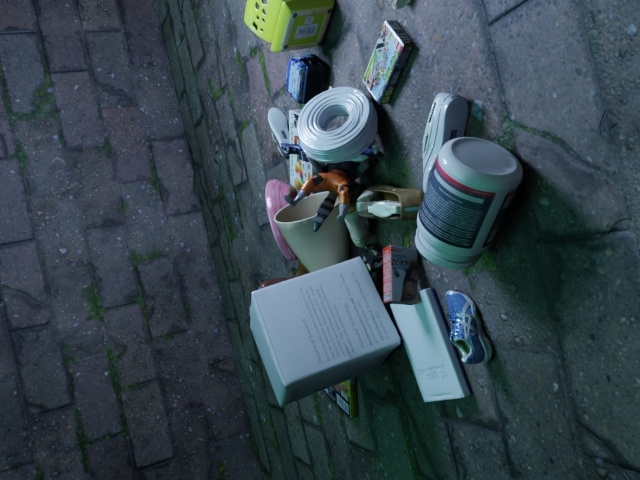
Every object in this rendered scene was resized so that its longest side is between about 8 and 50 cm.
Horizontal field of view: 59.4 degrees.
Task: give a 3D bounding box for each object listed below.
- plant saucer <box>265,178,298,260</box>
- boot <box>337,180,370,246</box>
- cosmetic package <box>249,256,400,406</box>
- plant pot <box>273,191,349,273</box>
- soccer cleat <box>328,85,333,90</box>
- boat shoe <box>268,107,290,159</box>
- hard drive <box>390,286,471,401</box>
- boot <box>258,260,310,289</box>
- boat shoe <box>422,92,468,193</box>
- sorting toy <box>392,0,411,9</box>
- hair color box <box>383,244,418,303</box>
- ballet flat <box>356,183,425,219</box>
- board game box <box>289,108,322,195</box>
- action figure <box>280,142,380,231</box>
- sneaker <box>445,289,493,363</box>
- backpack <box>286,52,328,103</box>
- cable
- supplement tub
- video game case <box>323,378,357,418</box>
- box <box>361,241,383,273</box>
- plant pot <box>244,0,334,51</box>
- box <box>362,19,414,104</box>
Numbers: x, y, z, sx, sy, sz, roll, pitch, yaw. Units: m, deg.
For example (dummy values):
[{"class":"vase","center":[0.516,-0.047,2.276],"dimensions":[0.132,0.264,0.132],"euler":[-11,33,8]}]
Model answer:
[{"class":"plant saucer","center":[-0.120,-0.087,2.211],"dimensions":[0.332,0.084,0.332],"euler":[-14,-90,-78]},{"class":"boot","center":[0.114,-0.092,1.881],"dimensions":[0.213,0.077,0.165],"euler":[-90,-20,-55]},{"class":"cosmetic package","center":[-0.003,0.311,1.893],"dimensions":[0.329,0.393,0.327],"euler":[104,145,-62]},{"class":"plant pot","center":[0.000,0.000,2.016],"dimensions":[0.256,0.256,0.274],"euler":[20,134,60]},{"class":"soccer cleat","center":[0.028,-0.496,1.947],"dimensions":[0.083,0.029,0.035],"euler":[119,142,-49]},{"class":"boat shoe","center":[-0.168,-0.438,2.307],"dimensions":[0.070,0.078,0.219],"euler":[-41,66,60]},{"class":"hard drive","center":[0.325,0.319,1.693],"dimensions":[0.210,0.040,0.319],"euler":[-40,65,61]},{"class":"boot","center":[-0.095,0.139,2.213],"dimensions":[0.280,0.264,0.096],"euler":[114,161,-53]},{"class":"boat shoe","center":[0.301,-0.243,1.435],"dimensions":[0.088,0.096,0.267],"euler":[-134,41,-53]},{"class":"sorting toy","center":[0.213,-0.668,1.485],"dimensions":[0.083,0.045,0.075],"euler":[108,148,-47]},{"class":"hair color box","center":[0.237,0.104,1.662],"dimensions":[0.053,0.093,0.167],"euler":[148,126,-64]},{"class":"ballet flat","center":[0.185,-0.106,1.691],"dimensions":[0.342,0.124,0.116],"euler":[17,118,61]},{"class":"board game box","center":[-0.056,-0.333,2.156],"dimensions":[0.193,0.053,0.305],"euler":[38,134,53]},{"class":"action figure","center":[0.011,-0.205,1.807],"dimensions":[0.341,0.330,0.178],"euler":[14,141,25]},{"class":"sneaker","center":[0.382,0.229,1.494],"dimensions":[0.211,0.081,0.080],"euler":[68,154,22]},{"class":"backpack","center":[-0.063,-0.582,1.991],"dimensions":[0.173,0.117,0.158],"euler":[56,146,42]},{"class":"cable","center":[0.049,-0.354,1.724],"dimensions":[0.089,0.257,0.257],"euler":[52,-145,-55]},{"class":"supplement tub","center":[0.338,-0.085,1.318],"dimensions":[0.191,0.191,0.272],"euler":[55,145,39]},{"class":"video game case","center":[0.066,0.564,2.330],"dimensions":[0.275,0.035,0.248],"euler":[27,126,59]},{"class":"box","center":[0.175,0.059,1.866],"dimensions":[0.062,0.052,0.083],"euler":[53,145,41]},{"class":"plant pot","center":[-0.094,-0.762,1.861],"dimensions":[0.207,0.228,0.227],"euler":[58,149,21]},{"class":"box","center":[0.190,-0.506,1.604],"dimensions":[0.114,0.036,0.207],"euler":[62,150,28]}]
